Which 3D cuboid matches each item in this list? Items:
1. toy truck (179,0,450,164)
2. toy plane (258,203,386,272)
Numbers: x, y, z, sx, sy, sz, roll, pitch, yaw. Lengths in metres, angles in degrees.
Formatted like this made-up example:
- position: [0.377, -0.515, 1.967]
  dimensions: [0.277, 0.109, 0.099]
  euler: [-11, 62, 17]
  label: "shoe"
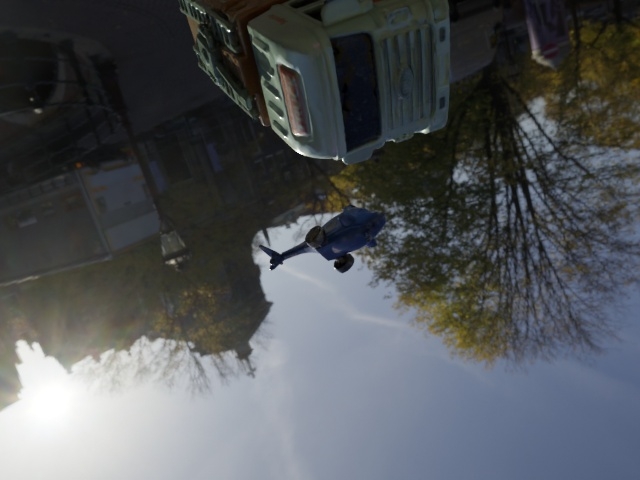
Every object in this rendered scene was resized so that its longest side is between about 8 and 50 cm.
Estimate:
- position: [-0.024, -0.188, 0.485]
  dimensions: [0.162, 0.136, 0.305]
  euler: [-26, -138, -15]
  label: "toy truck"
- position: [0.000, 0.000, 0.525]
  dimensions: [0.167, 0.054, 0.062]
  euler: [-23, -143, 39]
  label: "toy plane"
